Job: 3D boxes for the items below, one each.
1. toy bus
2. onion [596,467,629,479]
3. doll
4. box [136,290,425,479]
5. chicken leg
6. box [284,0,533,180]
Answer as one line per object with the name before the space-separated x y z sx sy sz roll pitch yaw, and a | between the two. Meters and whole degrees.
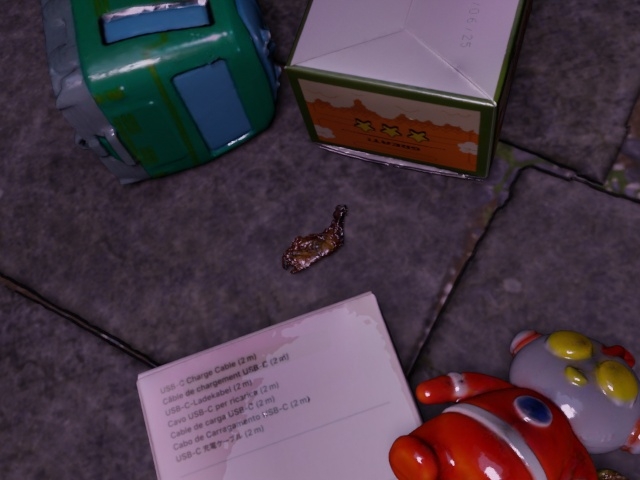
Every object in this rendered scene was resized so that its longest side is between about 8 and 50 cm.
toy bus | -0.164 -0.247 0.715 0.200 0.183 0.343 -17 68 2
onion | 0.204 0.216 0.507 0.117 0.118 0.118 -4 69 14
doll | 0.161 0.127 0.520 0.245 0.076 0.142 -22 50 -34
box | -0.008 0.192 0.558 0.203 0.106 0.251 -21 68 4
chicken leg | 0.000 0.002 0.674 0.083 0.021 0.036 -39 58 -5
box | 0.090 -0.183 0.657 0.178 0.148 0.194 13 73 13
